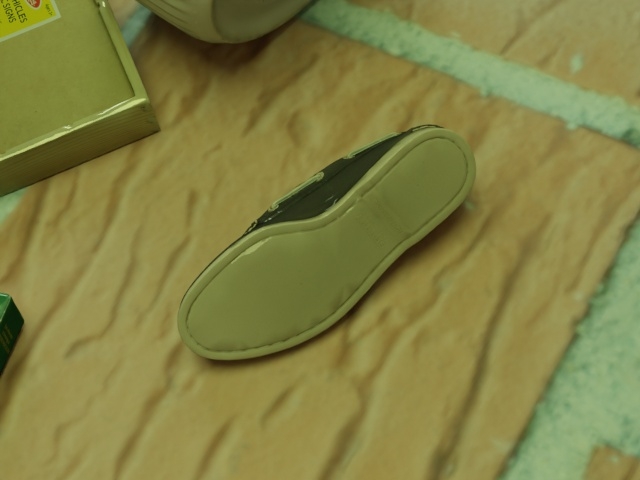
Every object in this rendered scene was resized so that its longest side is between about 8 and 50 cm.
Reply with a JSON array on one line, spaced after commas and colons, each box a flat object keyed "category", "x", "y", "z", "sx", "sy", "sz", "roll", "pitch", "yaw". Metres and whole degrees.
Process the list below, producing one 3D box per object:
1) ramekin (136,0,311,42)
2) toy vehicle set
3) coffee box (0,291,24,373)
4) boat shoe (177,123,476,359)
[{"category": "ramekin", "x": -0.049, "y": -0.223, "z": 1.017, "sx": 0.109, "sy": 0.207, "sz": 0.207, "roll": 41, "pitch": 73, "yaw": 16}, {"category": "toy vehicle set", "x": -0.230, "y": -0.152, "z": 1.093, "sx": 0.166, "sy": 0.035, "sz": 0.266, "roll": -22, "pitch": 60, "yaw": -5}, {"category": "coffee box", "x": -0.262, "y": 0.104, "z": 0.948, "sx": 0.113, "sy": 0.040, "sz": 0.184, "roll": 12, "pitch": 63, "yaw": 14}, {"category": "boat shoe", "x": 0.000, "y": 0.000, "z": 0.972, "sx": 0.206, "sy": 0.075, "sz": 0.065, "roll": -36, "pitch": 19, "yaw": -6}]
